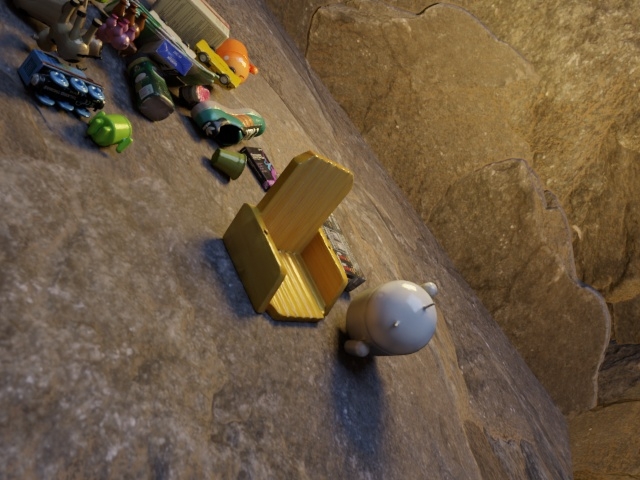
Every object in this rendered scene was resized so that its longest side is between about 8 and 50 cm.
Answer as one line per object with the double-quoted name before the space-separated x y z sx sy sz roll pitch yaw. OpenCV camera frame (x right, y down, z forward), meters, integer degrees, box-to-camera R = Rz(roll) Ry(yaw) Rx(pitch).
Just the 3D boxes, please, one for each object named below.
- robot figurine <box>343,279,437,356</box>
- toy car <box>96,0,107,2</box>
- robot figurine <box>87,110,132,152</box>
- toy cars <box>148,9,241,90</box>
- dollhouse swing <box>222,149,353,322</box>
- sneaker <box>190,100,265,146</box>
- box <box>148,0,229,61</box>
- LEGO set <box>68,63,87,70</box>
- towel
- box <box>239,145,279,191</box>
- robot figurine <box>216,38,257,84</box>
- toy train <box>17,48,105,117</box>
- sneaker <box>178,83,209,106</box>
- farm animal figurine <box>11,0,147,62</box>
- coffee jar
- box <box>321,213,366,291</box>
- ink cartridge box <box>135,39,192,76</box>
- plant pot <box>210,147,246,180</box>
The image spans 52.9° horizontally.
"robot figurine" 0.194 0.218 1.780 0.200 0.300 0.353 50 -18 -1
"toy car" -0.680 -0.754 1.754 0.188 0.149 0.155 27 13 12
"robot figurine" -0.464 -0.246 1.426 0.101 0.067 0.115 42 20 2
"toy cars" -0.420 -0.584 2.052 0.393 0.087 0.176 17 43 -52
"dollhouse swing" -0.015 -0.001 1.673 0.347 0.305 0.315 17 41 -60
"sneaker" -0.264 -0.337 1.967 0.302 0.108 0.121 -2 59 -56
"box" -0.438 -0.737 2.157 0.232 0.148 0.127 42 23 -30
"LEGO set" -0.573 -0.384 1.489 0.054 0.023 0.083 55 33 10
"towel" -0.454 -0.558 1.819 0.325 0.038 0.248 39 -10 -31
"box" -0.183 -0.230 2.066 0.162 0.029 0.116 55 20 8
"robot figurine" -0.315 -0.631 2.281 0.158 0.128 0.219 47 20 -37
"toy train" -0.547 -0.334 1.379 0.105 0.080 0.184 55 20 21
"sneaker" -0.377 -0.425 1.908 0.170 0.074 0.063 18 75 -87
"farm animal figurine" -0.576 -0.503 1.478 0.326 0.172 0.330 37 21 -4
"coffee jar" -0.452 -0.408 1.696 0.096 0.079 0.184 38 24 -55
"box" 0.000 0.000 2.025 0.242 0.076 0.307 21 38 -56
"ink cartridge box" -0.436 -0.501 1.780 0.097 0.046 0.207 40 -10 -31
"plant pot" -0.265 -0.224 1.824 0.079 0.083 0.083 23 34 -33
